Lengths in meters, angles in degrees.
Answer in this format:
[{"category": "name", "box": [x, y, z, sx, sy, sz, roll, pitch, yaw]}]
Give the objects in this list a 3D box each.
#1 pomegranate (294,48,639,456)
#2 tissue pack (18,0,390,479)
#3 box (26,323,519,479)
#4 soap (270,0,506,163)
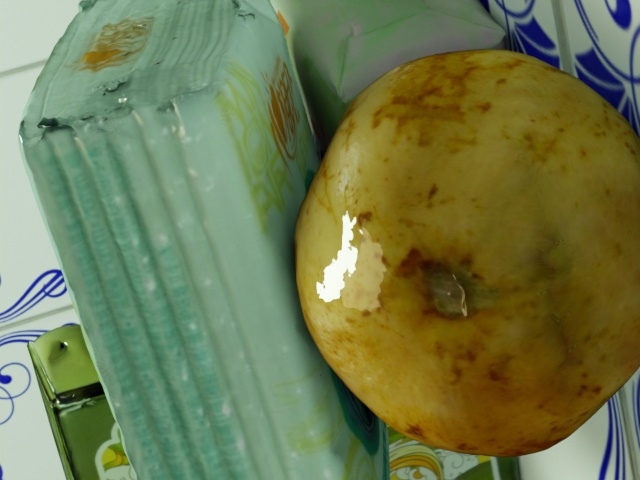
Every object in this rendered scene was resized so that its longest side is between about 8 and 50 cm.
[{"category": "pomegranate", "box": [0.100, 0.006, 1.176, 0.248, 0.248, 0.248, 163, 90, -79]}, {"category": "tissue pack", "box": [-0.065, 0.039, 1.321, 0.287, 0.162, 0.388, -86, -19, -66]}, {"category": "box", "box": [-0.020, 0.222, 1.685, 0.138, 0.373, 0.420, -127, 23, -58]}, {"category": "soap", "box": [0.054, -0.098, 1.443, 0.182, 0.138, 0.199, -121, 17, -47]}]
